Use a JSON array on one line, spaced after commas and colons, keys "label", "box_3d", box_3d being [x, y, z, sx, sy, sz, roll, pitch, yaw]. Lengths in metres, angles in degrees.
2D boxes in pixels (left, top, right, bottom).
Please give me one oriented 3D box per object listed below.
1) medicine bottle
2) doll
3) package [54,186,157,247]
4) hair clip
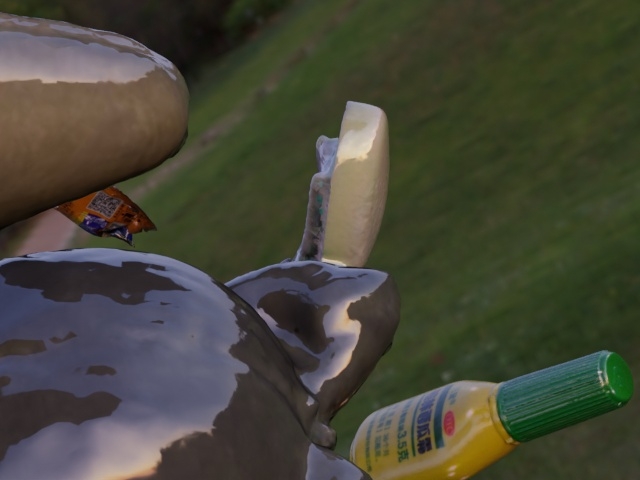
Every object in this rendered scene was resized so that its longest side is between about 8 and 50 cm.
[{"label": "medicine bottle", "box_3d": [0.137, 0.148, 1.564, 0.261, 0.064, 0.095, -23, 37, 35]}, {"label": "doll", "box_3d": [-0.130, 0.068, 0.825, 0.383, 0.252, 0.378, -5, -30, -9]}, {"label": "package", "box_3d": [-0.153, -0.032, 1.189, 0.033, 0.111, 0.077, -58, 10, -14]}, {"label": "hair clip", "box_3d": [0.001, 0.002, 1.347, 0.159, 0.071, 0.218, -79, 8, -53]}]
